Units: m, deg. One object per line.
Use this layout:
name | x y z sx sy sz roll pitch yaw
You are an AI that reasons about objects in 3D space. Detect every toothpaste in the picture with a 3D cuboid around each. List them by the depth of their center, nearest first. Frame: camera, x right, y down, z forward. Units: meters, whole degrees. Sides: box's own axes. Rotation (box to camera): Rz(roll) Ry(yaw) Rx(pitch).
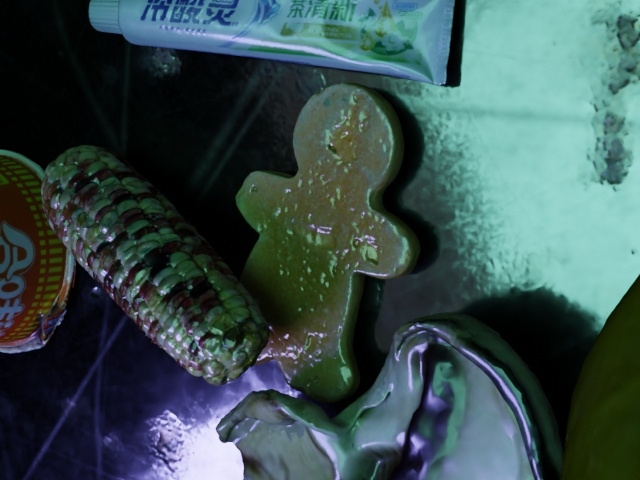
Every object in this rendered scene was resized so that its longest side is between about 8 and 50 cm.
toothpaste | -0.044 -0.163 0.692 0.297 0.048 0.074 9 95 24

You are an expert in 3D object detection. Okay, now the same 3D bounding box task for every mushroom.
mushroom | 0.032 0.192 0.636 0.247 0.130 0.344 47 112 28

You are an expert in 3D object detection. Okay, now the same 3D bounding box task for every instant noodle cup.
instant noodle cup | -0.342 0.018 0.768 0.193 0.212 0.193 3 95 28

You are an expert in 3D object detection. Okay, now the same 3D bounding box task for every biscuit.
biscuit | 0.000 0.000 0.685 0.153 0.030 0.234 21 103 25

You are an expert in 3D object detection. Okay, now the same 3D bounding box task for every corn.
corn | -0.125 0.018 0.706 0.253 0.086 0.086 41 111 31

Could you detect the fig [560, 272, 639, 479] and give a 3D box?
fig | 0.276 0.128 0.422 0.316 0.316 0.315 2 95 28
